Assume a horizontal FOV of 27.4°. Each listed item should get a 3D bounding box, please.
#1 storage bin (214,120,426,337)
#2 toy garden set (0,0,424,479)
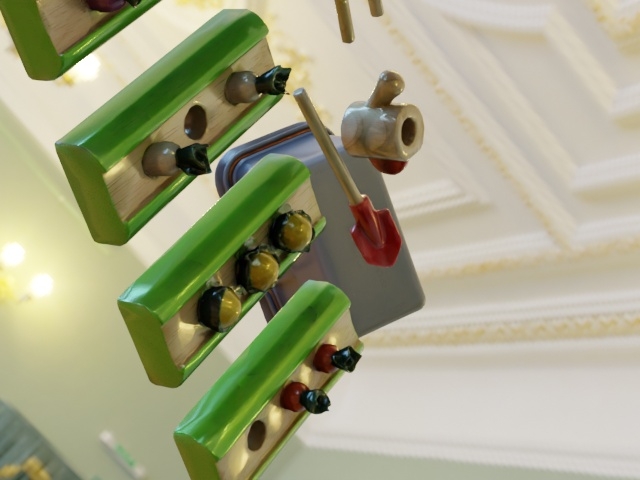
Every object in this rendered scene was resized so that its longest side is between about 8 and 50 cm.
[{"bbox_3d":[0.000,0.000,0.774,0.091,0.098,0.135,1,-67,68],"label":"storage bin"},{"bbox_3d":[-0.009,-0.043,0.539,0.049,0.204,0.244,7,-52,34],"label":"toy garden set"}]
